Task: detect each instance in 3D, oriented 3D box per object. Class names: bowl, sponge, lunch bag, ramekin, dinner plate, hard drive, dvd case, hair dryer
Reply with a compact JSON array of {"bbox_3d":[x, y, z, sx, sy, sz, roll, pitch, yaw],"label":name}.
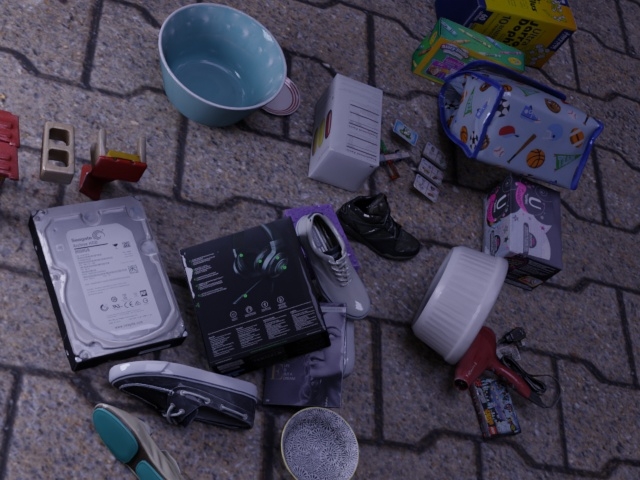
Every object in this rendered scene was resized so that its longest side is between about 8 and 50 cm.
[{"bbox_3d":[-0.253,-0.395,2.030,0.312,0.163,0.311,13,57,-20],"label":"bowl"},{"bbox_3d":[0.000,0.000,1.953,0.117,0.031,0.210,-9,47,-16],"label":"sponge"},{"bbox_3d":[0.516,-0.327,2.291,0.328,0.238,0.385,18,17,-16],"label":"lunch bag"},{"bbox_3d":[-0.015,0.431,1.719,0.170,0.080,0.170,12,58,-20],"label":"bowl"},{"bbox_3d":[0.312,0.136,1.946,0.127,0.273,0.273,28,53,4],"label":"ramekin"},{"bbox_3d":[-0.119,-0.376,2.176,0.141,0.017,0.141,11,59,-19],"label":"dinner plate"},{"bbox_3d":[-0.434,0.077,1.730,0.237,0.064,0.338,-10,67,-31],"label":"hard drive"},{"bbox_3d":[-0.031,0.237,1.783,0.165,0.018,0.221,0,70,12],"label":"dvd case"},{"bbox_3d":[0.425,0.294,1.984,0.294,0.080,0.223,-5,48,-30],"label":"hair dryer"}]

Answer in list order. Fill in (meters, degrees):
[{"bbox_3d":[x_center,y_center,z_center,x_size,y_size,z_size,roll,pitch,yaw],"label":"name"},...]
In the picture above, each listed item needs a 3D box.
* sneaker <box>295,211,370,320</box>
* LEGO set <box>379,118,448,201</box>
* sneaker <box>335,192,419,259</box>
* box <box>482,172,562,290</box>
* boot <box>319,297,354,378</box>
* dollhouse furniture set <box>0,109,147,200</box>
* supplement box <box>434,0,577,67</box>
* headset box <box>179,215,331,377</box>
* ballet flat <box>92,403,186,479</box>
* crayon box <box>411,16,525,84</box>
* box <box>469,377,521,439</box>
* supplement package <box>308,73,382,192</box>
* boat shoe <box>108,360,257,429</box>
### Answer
[{"bbox_3d":[0.028,0.056,1.826,0.094,0.091,0.258,-32,87,-19],"label":"sneaker"},{"bbox_3d":[0.218,-0.220,2.245,0.244,0.060,0.182,34,49,-16],"label":"LEGO set"},{"bbox_3d":[0.156,-0.035,2.044,0.228,0.130,0.087,31,55,-10],"label":"sneaker"},{"bbox_3d":[0.522,-0.024,2.208,0.163,0.142,0.247,19,55,-16],"label":"box"},{"bbox_3d":[0.004,0.174,1.867,0.123,0.095,0.258,12,57,-24],"label":"boot"},{"bbox_3d":[-0.559,-0.128,1.712,0.374,0.201,0.152,9,58,-29],"label":"dollhouse furniture set"},{"bbox_3d":[0.560,-0.682,2.575,0.357,0.194,0.195,5,60,-23],"label":"supplement box"},{"bbox_3d":[-0.138,0.111,1.756,0.246,0.131,0.283,-18,69,-3],"label":"headset box"},{"bbox_3d":[-0.330,0.399,1.594,0.086,0.086,0.248,-34,82,-36],"label":"ballet flat"},{"bbox_3d":[0.422,-0.509,2.425,0.279,0.165,0.081,19,56,-16],"label":"crayon box"},{"bbox_3d":[0.406,0.390,1.981,0.094,0.027,0.137,-1,63,-26],"label":"box"},{"bbox_3d":[0.064,-0.268,2.127,0.134,0.139,0.244,17,56,-18],"label":"supplement package"},{"bbox_3d":[-0.267,0.312,1.656,0.301,0.108,0.102,18,54,-25],"label":"boat shoe"}]
